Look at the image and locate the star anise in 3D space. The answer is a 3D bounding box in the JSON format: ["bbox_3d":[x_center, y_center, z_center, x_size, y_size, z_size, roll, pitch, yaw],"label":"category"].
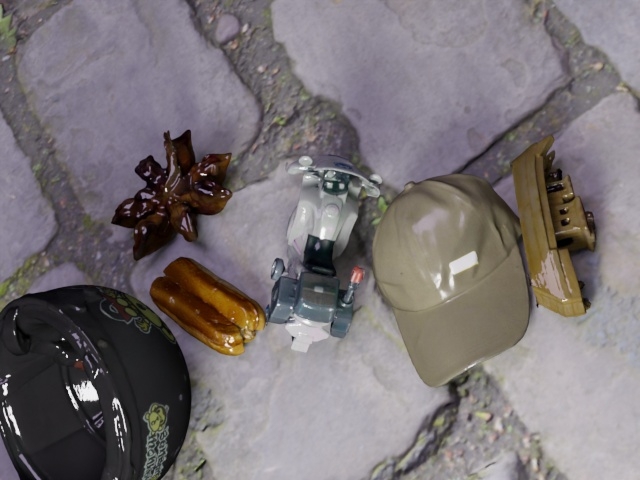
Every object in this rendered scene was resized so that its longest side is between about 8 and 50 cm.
[{"bbox_3d":[-0.167,-0.047,2.120,0.168,0.057,0.168,-14,62,28],"label":"star anise"}]

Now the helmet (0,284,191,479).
[{"bbox_3d":[-0.221,0.165,1.917,0.160,0.278,0.230,-25,40,-37],"label":"helmet"}]

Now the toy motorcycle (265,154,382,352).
[{"bbox_3d":[0.000,0.000,1.924,0.150,0.102,0.221,123,158,-56],"label":"toy motorcycle"}]

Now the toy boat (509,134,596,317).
[{"bbox_3d":[0.231,-0.016,1.819,0.072,0.064,0.206,-12,52,10],"label":"toy boat"}]

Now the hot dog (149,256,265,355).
[{"bbox_3d":[-0.125,0.070,2.013,0.165,0.045,0.071,31,82,44],"label":"hot dog"}]

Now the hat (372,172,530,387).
[{"bbox_3d":[0.118,0.036,1.821,0.166,0.144,0.173,-30,24,17],"label":"hat"}]
